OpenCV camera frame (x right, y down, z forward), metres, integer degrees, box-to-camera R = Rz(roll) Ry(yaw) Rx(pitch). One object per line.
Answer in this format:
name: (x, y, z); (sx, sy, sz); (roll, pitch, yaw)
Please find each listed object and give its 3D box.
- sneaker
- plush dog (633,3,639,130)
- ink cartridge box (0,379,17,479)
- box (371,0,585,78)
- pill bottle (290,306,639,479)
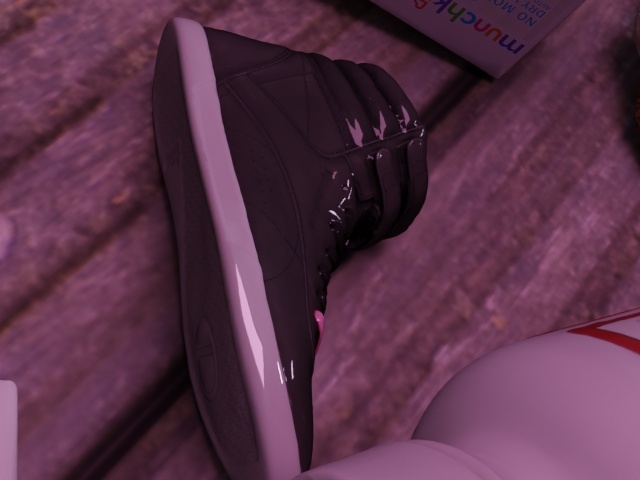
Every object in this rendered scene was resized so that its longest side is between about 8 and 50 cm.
sneaker: (0.000, -0.001, 0.678); (0.147, 0.104, 0.296); (1, 53, -19)
plush dog: (0.334, -0.131, 0.898); (0.225, 0.210, 0.262); (15, 49, 14)
ink cartridge box: (-0.214, 0.184, 0.442); (0.198, 0.115, 0.273); (7, 56, -23)
box: (0.083, -0.265, 0.794); (0.262, 0.231, 0.127); (29, 49, -19)
pill bottle: (0.186, 0.139, 0.596); (0.407, 0.229, 0.229); (-11, 64, -31)
